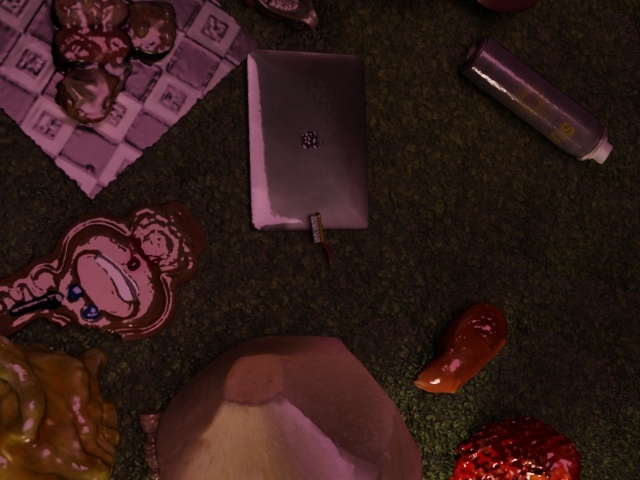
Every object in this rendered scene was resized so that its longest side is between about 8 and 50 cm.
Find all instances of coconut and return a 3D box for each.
[{"bbox_3d":[-0.043,0.285,1.401,0.353,0.352,0.352,2,85,-19],"label":"coconut"}]

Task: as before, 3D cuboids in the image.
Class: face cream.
[{"bbox_3d":[0.347,-0.215,1.697,0.283,0.073,0.073,34,76,-14],"label":"face cream"}]

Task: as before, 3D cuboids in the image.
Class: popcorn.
[{"bbox_3d":[-0.377,0.224,1.278,0.290,0.321,0.325,-13,108,-20],"label":"popcorn"}]

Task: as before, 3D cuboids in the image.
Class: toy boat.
[{"bbox_3d":[-0.075,-0.376,1.564,0.089,0.071,0.185,-45,101,-16],"label":"toy boat"}]

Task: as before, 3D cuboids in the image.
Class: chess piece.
[{"bbox_3d":[-0.229,0.282,1.476,0.035,0.035,0.092,-4,90,-20],"label":"chess piece"}]

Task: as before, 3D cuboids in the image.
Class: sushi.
[{"bbox_3d":[-0.300,-0.287,1.471,0.320,0.069,0.339,47,73,-7],"label":"sushi"}]

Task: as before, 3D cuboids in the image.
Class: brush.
[{"bbox_3d":[0.000,0.000,1.578,0.021,0.019,0.083,-18,111,-5],"label":"brush"}]

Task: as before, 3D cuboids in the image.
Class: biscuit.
[{"bbox_3d":[-0.303,0.055,1.464,0.320,0.047,0.183,-12,87,-18],"label":"biscuit"}]

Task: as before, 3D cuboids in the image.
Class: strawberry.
[{"bbox_3d":[0.302,0.337,1.572,0.187,0.201,0.184,42,61,2],"label":"strawberry"}]

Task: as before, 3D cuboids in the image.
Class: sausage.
[{"bbox_3d":[0.215,0.164,1.613,0.179,0.089,0.089,-45,100,-19],"label":"sausage"}]

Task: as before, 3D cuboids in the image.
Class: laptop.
[{"bbox_3d":[-0.018,-0.148,1.594,0.188,0.015,0.269,-1,86,-20],"label":"laptop"}]

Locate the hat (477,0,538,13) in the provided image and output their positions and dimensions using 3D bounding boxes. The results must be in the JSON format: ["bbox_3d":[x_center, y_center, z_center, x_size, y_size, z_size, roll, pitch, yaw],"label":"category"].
[{"bbox_3d":[0.278,-0.451,1.685,0.205,0.089,0.205,4,81,-24],"label":"hat"}]
